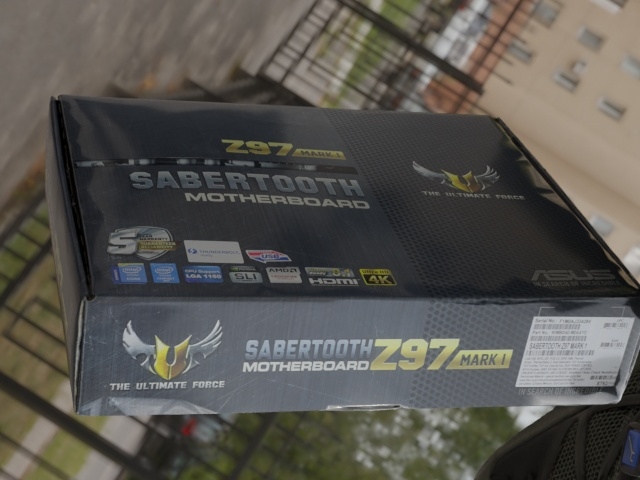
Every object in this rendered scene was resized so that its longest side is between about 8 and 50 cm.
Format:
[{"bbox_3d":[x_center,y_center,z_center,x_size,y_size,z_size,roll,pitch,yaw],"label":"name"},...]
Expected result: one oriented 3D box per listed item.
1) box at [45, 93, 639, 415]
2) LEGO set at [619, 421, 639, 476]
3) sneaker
[{"bbox_3d":[0.000,0.000,0.584,0.183,0.232,0.059,-115,-149,-58],"label":"box"},{"bbox_3d":[0.175,0.016,0.455,0.182,0.060,0.244,-92,-163,-63],"label":"LEGO set"},{"bbox_3d":[0.166,0.168,0.810,0.227,0.087,0.130,-47,-157,25],"label":"sneaker"}]
